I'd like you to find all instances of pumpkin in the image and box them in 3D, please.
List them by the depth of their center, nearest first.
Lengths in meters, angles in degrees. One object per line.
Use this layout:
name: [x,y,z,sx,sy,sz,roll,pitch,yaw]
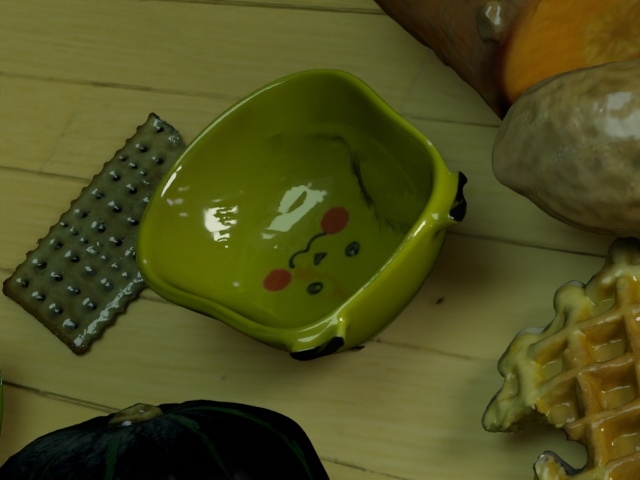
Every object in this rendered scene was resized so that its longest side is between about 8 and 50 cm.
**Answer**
pumpkin: [-0.107,0.229,1.247,0.248,0.248,0.248,-17,50,21]

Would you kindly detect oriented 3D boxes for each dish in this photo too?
dish: [0.000,0.000,1.409,0.221,0.108,0.262,-48,44,-8]

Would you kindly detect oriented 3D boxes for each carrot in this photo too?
carrot: [0.130,-0.241,1.437,0.224,0.224,0.341,-35,52,5]

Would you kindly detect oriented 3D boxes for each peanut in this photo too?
peanut: [0.265,-0.071,1.262,0.313,0.149,0.149,-8,53,22]

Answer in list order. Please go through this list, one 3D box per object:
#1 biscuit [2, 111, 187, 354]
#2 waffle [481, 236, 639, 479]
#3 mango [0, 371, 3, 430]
biscuit: [-0.170,-0.006,1.587,0.203,0.016,0.144,-48,46,-7]
waffle: [0.230,0.101,1.224,0.261,0.056,0.250,21,70,43]
mango: [-0.316,0.163,1.488,0.125,0.111,0.233,-11,51,20]
